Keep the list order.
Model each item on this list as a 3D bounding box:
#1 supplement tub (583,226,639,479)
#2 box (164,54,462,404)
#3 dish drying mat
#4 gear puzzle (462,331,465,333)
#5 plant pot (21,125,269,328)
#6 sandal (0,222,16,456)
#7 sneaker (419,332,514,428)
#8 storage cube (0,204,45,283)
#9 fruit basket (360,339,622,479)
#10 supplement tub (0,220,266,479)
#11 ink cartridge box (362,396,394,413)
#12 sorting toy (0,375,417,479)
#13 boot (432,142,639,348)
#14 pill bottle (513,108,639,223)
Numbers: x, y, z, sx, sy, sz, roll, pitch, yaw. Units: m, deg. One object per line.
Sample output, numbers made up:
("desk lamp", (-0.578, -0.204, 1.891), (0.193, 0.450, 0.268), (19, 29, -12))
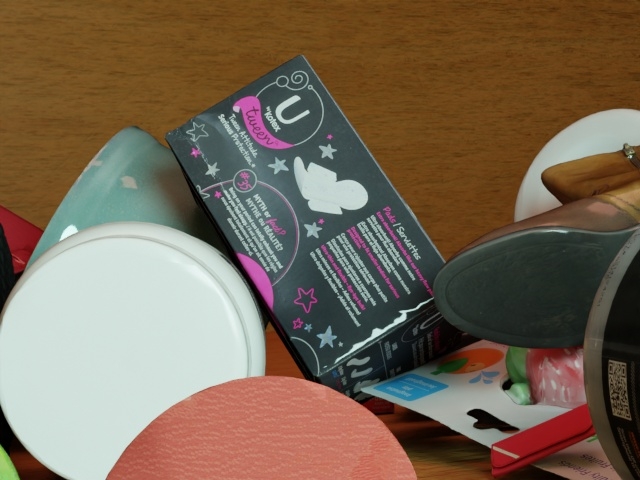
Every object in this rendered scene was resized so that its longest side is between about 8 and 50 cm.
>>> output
("supplement tub", (0.241, 0.059, 0.650), (0.194, 0.193, 0.316), (-3, 0, -6))
("box", (0.000, 0.000, 1.327), (0.142, 0.247, 0.163), (-31, -20, -5))
("dish drying mat", (0.152, 0.135, 1.071), (0.083, 0.008, 0.032), (-28, 27, 25))
("gear puzzle", (0.148, 0.099, 1.536), (0.175, 0.044, 0.339), (-35, -17, 6))
("plant pot", (-0.154, 0.062, 1.505), (0.196, 0.293, 0.293), (26, 2, 5))
("sandal", (-0.303, 0.074, 1.198), (0.107, 0.167, 0.446), (-18, 22, -1))
("sneaker", (0.180, 0.127, 1.467), (0.270, 0.090, 0.145), (-10, -10, -24))
("storage cube", (-0.382, 0.057, 1.524), (0.193, 0.183, 0.215), (30, 18, 15))
("fruit basket", (0.254, 0.077, 1.212), (0.353, 0.165, 0.327), (-14, 14, -25))
("supplement tub", (-0.135, 0.083, 1.163), (0.191, 0.191, 0.272), (-3, -1, -2))
("ink cartridge box", (0.039, 0.106, 1.609), (0.056, 0.135, 0.099), (-3, 0, -8))
("sorting toy", (-0.128, 0.140, 0.609), (0.366, 0.127, 0.126), (-6, -30, 15))
("boot", (0.205, -0.026, 1.232), (0.264, 0.096, 0.280), (-21, 18, 4))
("pill bottle", (0.361, 0.022, 1.583), (0.188, 0.188, 0.334), (-3, -27, 46))
